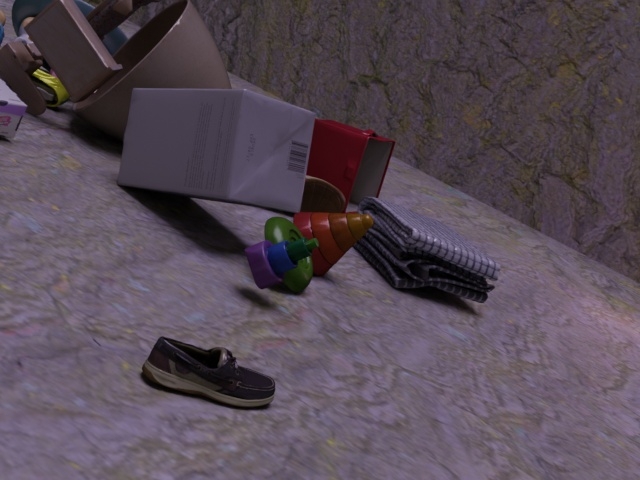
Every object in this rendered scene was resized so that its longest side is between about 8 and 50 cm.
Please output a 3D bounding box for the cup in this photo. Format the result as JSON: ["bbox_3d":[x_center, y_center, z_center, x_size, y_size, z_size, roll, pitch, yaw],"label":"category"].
[{"bbox_3d":[-0.317,-0.308,1.796,0.237,0.331,0.331,45,4,-26],"label":"cup"}]

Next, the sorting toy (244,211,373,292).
[{"bbox_3d":[0.000,0.000,1.367,0.127,0.126,0.365,68,17,0],"label":"sorting toy"}]

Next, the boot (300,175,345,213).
[{"bbox_3d":[-0.090,-0.130,1.886,0.262,0.095,0.203,11,17,-32],"label":"boot"}]

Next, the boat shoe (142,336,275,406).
[{"bbox_3d":[-0.110,0.138,0.905,0.152,0.049,0.056,17,15,-31],"label":"boat shoe"}]

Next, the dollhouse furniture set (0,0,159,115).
[{"bbox_3d":[-0.453,-0.405,1.804,0.174,0.303,0.355,57,22,-5],"label":"dollhouse furniture set"}]

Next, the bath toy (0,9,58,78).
[{"bbox_3d":[-0.605,-0.406,1.982,0.348,0.151,0.129,24,-10,-19],"label":"bath toy"}]

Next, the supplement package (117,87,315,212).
[{"bbox_3d":[-0.182,-0.157,1.462,0.293,0.178,0.175,10,1,41],"label":"supplement package"}]

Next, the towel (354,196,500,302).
[{"bbox_3d":[0.208,0.025,1.758,0.235,0.121,0.284,20,12,-26],"label":"towel"}]

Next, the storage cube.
[{"bbox_3d":[0.039,-0.183,2.069,0.193,0.215,0.183,23,12,23],"label":"storage cube"}]

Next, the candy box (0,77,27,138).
[{"bbox_3d":[-0.618,-0.258,1.431,0.196,0.070,0.165,42,22,27],"label":"candy box"}]

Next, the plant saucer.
[{"bbox_3d":[-0.599,-0.468,2.056,0.317,0.044,0.318,14,-28,7],"label":"plant saucer"}]

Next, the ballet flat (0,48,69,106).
[{"bbox_3d":[-0.642,-0.343,1.794,0.231,0.077,0.077,23,30,-15],"label":"ballet flat"}]
